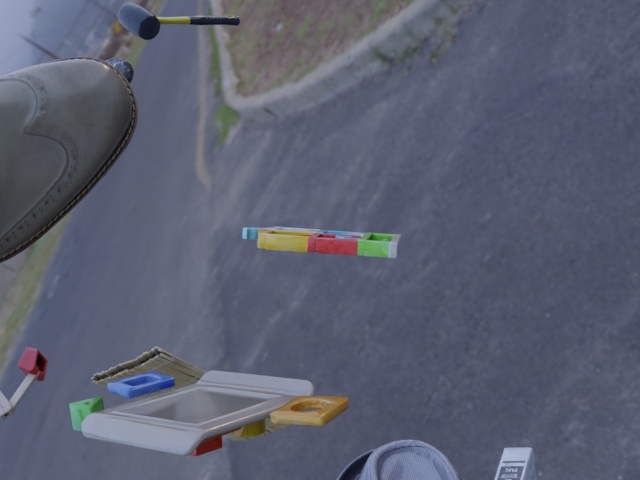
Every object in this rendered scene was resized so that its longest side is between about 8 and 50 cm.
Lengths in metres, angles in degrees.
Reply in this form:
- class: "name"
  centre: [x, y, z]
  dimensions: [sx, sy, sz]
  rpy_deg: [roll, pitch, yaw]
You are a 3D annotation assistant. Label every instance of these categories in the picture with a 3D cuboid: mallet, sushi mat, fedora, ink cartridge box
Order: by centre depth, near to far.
- class: "mallet"
  centre: [-0.193, -0.314, 1.435]
  dimensions: [0.062, 0.189, 0.039]
  rpy_deg: [44, 130, 45]
- class: "fedora"
  centre: [0.135, 0.400, 1.446]
  dimensions: [0.124, 0.243, 0.275]
  rpy_deg: [99, 167, -47]
- class: "sushi mat"
  centre: [-0.177, 0.239, 1.495]
  dimensions: [0.151, 0.316, 0.019]
  rpy_deg: [-24, 52, 31]
- class: "ink cartridge box"
  centre: [0.351, 0.527, 1.824]
  dimensions: [0.065, 0.165, 0.332]
  rpy_deg: [-5, 13, 19]

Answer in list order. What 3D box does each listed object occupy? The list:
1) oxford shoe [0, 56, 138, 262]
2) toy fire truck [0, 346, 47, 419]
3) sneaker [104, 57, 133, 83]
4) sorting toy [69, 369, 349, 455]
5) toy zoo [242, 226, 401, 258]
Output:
- class: "oxford shoe"
  centre: [-0.263, -0.027, 0.661]
  dimensions: [0.348, 0.123, 0.130]
  rpy_deg: [-36, 7, -22]
- class: "toy fire truck"
  centre: [-0.571, 0.274, 1.732]
  dimensions: [0.047, 0.135, 0.192]
  rpy_deg: [73, -151, -55]
- class: "sneaker"
  centre: [-0.329, -0.158, 1.431]
  dimensions: [0.271, 0.108, 0.100]
  rpy_deg: [-44, 15, 40]
- class: "sorting toy"
  centre: [-0.128, 0.194, 1.081]
  dimensions: [0.347, 0.196, 0.047]
  rpy_deg: [-1, 99, 40]
- class: "toy zoo"
  centre: [0.000, 0.000, 1.840]
  dimensions: [0.192, 0.293, 0.030]
  rpy_deg: [-37, -50, -82]
